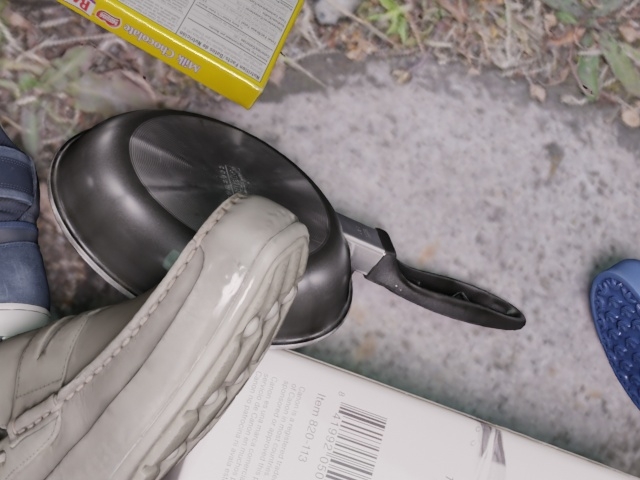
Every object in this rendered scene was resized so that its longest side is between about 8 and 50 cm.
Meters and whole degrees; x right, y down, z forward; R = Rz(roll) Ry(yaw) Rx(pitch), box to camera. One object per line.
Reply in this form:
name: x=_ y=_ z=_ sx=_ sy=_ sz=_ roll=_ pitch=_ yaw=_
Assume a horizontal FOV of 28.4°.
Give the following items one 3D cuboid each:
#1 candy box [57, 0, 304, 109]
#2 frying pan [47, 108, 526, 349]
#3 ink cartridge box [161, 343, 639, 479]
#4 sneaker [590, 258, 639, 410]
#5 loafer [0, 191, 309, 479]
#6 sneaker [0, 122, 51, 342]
candy box: x=-0.115 y=-0.171 z=0.811 sx=0.206 sy=0.027 sz=0.105 roll=30 pitch=48 yaw=-9
frying pan: x=-0.006 y=0.014 z=0.756 sx=0.326 sy=0.053 sz=0.197 roll=27 pitch=30 yaw=-8
ink cartridge box: x=0.033 y=0.201 z=0.744 sx=0.283 sy=0.117 sz=0.207 roll=21 pitch=72 yaw=-11
sneaker: x=0.276 y=0.100 z=0.868 sx=0.090 sy=0.081 sz=0.232 roll=-36 pitch=97 yaw=-24
loafer: x=-0.121 y=0.085 z=0.639 sx=0.111 sy=0.319 sz=0.112 roll=43 pitch=29 yaw=6
sneaker: x=-0.269 y=-0.007 z=0.716 sx=0.226 sy=0.086 sz=0.163 roll=-3 pitch=75 yaw=-14
